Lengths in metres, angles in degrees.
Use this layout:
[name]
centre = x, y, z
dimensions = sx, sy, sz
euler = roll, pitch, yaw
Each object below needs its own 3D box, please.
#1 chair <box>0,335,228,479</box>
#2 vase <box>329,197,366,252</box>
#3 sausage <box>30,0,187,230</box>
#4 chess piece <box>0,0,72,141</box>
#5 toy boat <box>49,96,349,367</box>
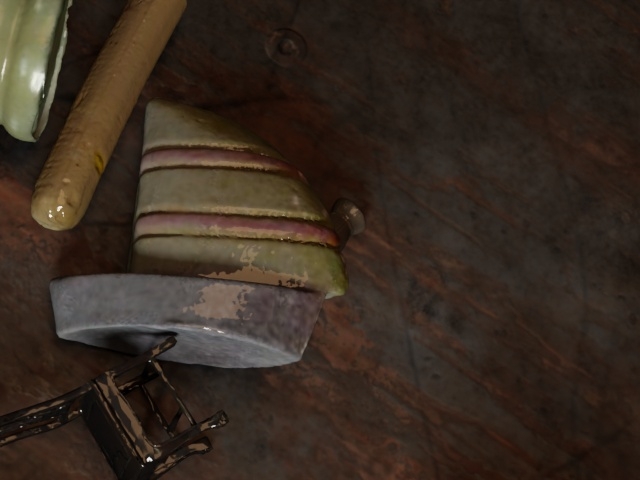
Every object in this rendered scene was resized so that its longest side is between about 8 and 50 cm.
[chair]
centre = -0.219, 0.190, 1.807
dimensions = 0.229, 0.106, 0.113
euler = -27, 76, -22
[vase]
centre = 0.000, 0.000, 1.970
dimensions = 0.053, 0.053, 0.100
euler = 47, 61, 6
[sausage]
centre = -0.219, -0.140, 1.962
dimensions = 0.065, 0.066, 0.301
euler = 26, 64, -3
[chess piece]
centre = -0.418, -0.223, 1.894
dimensions = 0.330, 0.182, 0.182
euler = 14, 66, -4
[toy boat]
centre = -0.105, 0.003, 1.896
dimensions = 0.276, 0.111, 0.293
euler = 19, 68, 11
